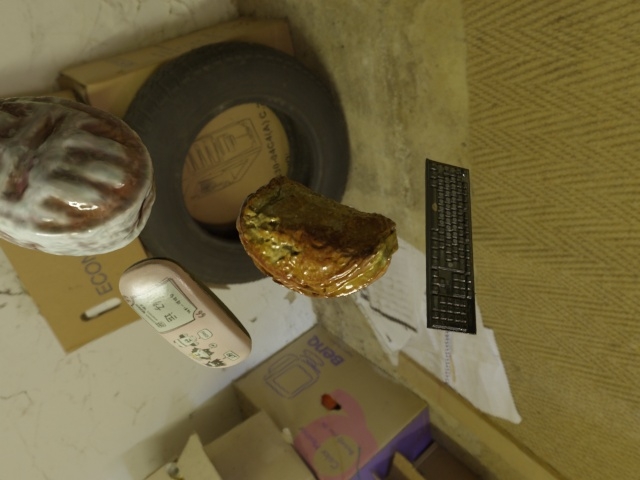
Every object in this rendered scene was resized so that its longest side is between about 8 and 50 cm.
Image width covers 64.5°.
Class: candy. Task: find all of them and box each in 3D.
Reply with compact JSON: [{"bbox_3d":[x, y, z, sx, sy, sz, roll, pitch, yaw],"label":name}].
[{"bbox_3d":[-0.380,-0.091,0.726,0.289,0.215,0.157,16,158,-1],"label":"candy"}]

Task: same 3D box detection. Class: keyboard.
[{"bbox_3d":[0.144,0.003,0.565,0.010,0.063,0.198,142,135,-62],"label":"keyboard"}]

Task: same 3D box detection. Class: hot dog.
[{"bbox_3d":[-0.002,0.001,0.790,0.258,0.175,0.114,26,139,28],"label":"hot dog"}]

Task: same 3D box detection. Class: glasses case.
[{"bbox_3d":[-0.244,0.145,0.955,0.314,0.121,0.075,56,-167,-38],"label":"glasses case"}]
